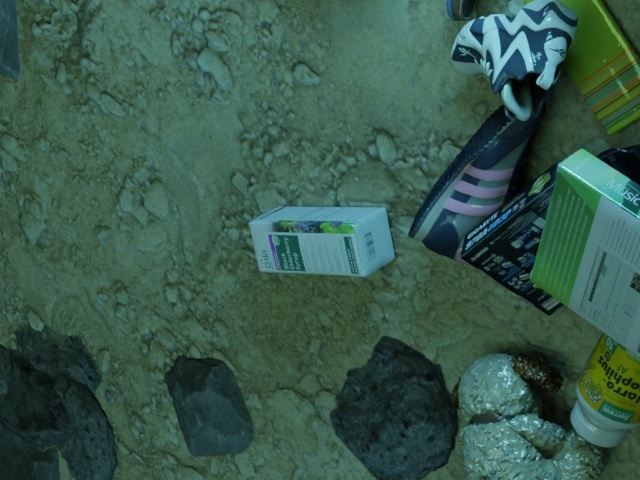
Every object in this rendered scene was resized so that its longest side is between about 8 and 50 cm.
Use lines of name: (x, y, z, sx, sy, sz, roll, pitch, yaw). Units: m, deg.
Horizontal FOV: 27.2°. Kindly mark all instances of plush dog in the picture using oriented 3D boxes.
plush dog: (0.282, 0.289, 2.073, 0.262, 0.210, 0.225, -21, 72, 44)

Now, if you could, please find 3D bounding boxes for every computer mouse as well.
computer mouse: (0.466, -0.122, 1.816, 0.242, 0.041, 0.071, -23, 111, 37)

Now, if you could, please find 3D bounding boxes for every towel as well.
towel: (0.378, -0.268, 1.834, 0.102, 0.021, 0.237, -35, 85, 40)

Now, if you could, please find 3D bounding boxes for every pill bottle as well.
pill bottle: (0.442, 0.199, 1.923, 0.117, 0.117, 0.208, 37, 129, 22)

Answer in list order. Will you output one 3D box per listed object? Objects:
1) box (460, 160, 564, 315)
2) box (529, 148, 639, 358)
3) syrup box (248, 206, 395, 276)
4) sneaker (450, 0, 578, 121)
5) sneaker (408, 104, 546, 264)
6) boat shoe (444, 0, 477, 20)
box: (0.337, 0.001, 1.913, 0.175, 0.051, 0.220, 32, 135, -15)
box: (0.432, 0.052, 1.740, 0.322, 0.058, 0.232, 37, 145, 25)
syrup box: (0.000, 0.000, 2.225, 0.236, 0.096, 0.093, 1, 111, 39)
sneaker: (0.253, -0.230, 1.841, 0.235, 0.094, 0.153, -9, 60, 50)
sneaker: (0.263, -0.090, 1.974, 0.131, 0.112, 0.319, 33, 129, -6)
boat shoe: (0.227, -0.389, 1.873, 0.066, 0.066, 0.183, 29, 126, 26)
